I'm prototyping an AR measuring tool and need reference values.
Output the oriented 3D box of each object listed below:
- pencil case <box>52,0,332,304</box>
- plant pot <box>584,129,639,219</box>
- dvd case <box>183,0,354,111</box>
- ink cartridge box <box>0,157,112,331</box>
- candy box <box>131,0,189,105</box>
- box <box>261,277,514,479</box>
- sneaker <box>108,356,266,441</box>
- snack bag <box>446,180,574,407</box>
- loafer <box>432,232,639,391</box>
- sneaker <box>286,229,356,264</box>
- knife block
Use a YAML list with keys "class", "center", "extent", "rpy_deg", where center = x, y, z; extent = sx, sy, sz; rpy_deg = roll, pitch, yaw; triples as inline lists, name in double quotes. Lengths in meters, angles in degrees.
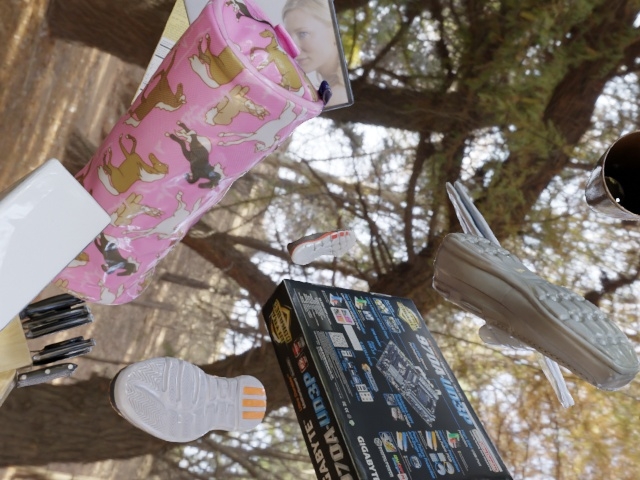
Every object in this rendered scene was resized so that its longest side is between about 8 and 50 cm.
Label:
- class: "pencil case"
  center: [-0.168, -0.084, 0.664]
  extent: [0.386, 0.167, 0.160]
  rpy_deg: [-41, -128, 25]
- class: "plant pot"
  center: [0.766, -0.137, 1.474]
  extent: [0.230, 0.215, 0.215]
  rpy_deg: [79, 25, -81]
- class: "dvd case"
  center: [-0.071, -0.274, 0.723]
  extent: [0.022, 0.180, 0.253]
  rpy_deg: [-111, -172, -80]
- class: "ink cartridge box"
  center: [-0.288, 0.086, 0.356]
  extent: [0.165, 0.065, 0.332]
  rpy_deg: [-10, -145, 46]
- class: "candy box"
  center: [-0.301, -0.423, 1.350]
  extent: [0.316, 0.087, 0.183]
  rpy_deg: [-65, 174, 6]
- class: "box"
  center: [0.055, 0.139, 0.543]
  extent: [0.051, 0.175, 0.220]
  rpy_deg: [-54, -138, 29]
- class: "sneaker"
  center: [-0.252, 0.273, 0.980]
  extent: [0.180, 0.321, 0.124]
  rpy_deg: [-10, -116, 31]
- class: "snack bag"
  center: [0.337, 0.089, 1.068]
  extent: [0.037, 0.342, 0.323]
  rpy_deg: [-27, -150, 10]
- class: "loafer"
  center: [0.262, 0.098, 0.769]
  extent: [0.319, 0.112, 0.111]
  rpy_deg: [46, -56, 54]
- class: "sneaker"
  center: [0.000, 0.000, 1.233]
  extent: [0.065, 0.158, 0.061]
  rpy_deg: [44, -41, 48]
- class: "knife block"
  center: [-0.479, 0.136, 0.846]
  extent: [0.088, 0.276, 0.242]
  rpy_deg: [-37, -154, 57]
